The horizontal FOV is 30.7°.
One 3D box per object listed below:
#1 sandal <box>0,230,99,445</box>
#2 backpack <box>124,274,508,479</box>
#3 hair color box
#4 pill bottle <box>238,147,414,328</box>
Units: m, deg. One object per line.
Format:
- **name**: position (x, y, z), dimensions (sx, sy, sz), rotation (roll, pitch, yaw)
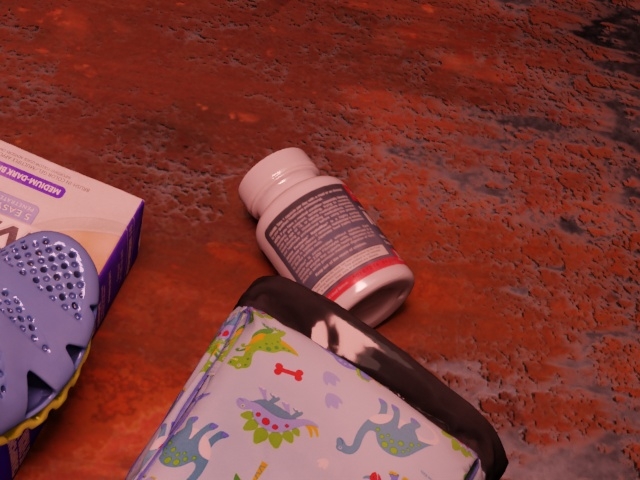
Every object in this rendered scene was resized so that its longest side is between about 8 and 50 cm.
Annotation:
- **sandal**: position (-0.275, 0.104, 0.872), dimensions (0.126, 0.138, 0.317), rotation (29, 55, 7)
- **backpack**: position (-0.036, 0.227, 0.920), dimensions (0.290, 0.273, 0.355), rotation (37, 70, 5)
- **hair color box**: position (-0.310, 0.078, 1.026), dimensions (0.185, 0.110, 0.338), rotation (22, 57, 2)
- **pill bottle**: position (0.000, 0.000, 1.137), dimensions (0.108, 0.108, 0.180), rotation (-25, 66, -25)
